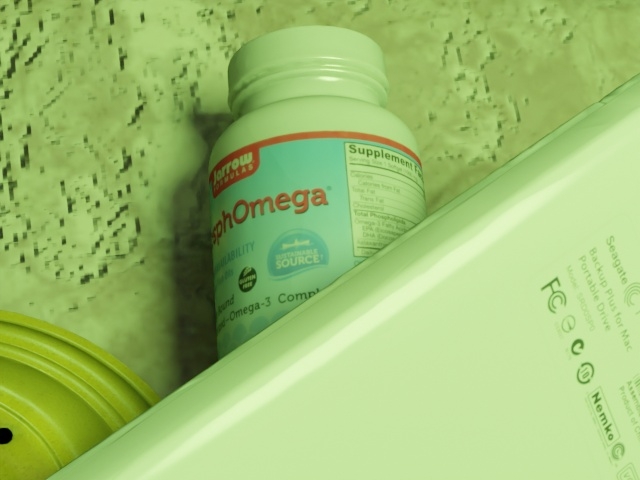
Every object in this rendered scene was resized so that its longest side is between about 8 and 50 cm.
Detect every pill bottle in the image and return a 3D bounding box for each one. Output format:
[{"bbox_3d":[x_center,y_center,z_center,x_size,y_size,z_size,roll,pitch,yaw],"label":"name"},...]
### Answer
[{"bbox_3d":[0.000,0.000,0.589,0.087,0.087,0.160,-1,68,-10],"label":"pill bottle"}]

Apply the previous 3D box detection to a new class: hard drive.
[{"bbox_3d":[0.050,0.100,0.524,0.308,0.040,0.203,-34,114,-21],"label":"hard drive"}]

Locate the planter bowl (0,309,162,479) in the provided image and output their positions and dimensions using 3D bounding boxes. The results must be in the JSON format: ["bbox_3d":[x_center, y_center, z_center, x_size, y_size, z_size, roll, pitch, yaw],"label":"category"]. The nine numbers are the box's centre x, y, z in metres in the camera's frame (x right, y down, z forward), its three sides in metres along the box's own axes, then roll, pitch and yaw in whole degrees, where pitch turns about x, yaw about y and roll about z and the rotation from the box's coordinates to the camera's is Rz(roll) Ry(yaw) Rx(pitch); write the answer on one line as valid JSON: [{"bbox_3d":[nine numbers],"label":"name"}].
[{"bbox_3d":[-0.135,0.111,0.518,0.217,0.090,0.217,4,67,-9],"label":"planter bowl"}]
